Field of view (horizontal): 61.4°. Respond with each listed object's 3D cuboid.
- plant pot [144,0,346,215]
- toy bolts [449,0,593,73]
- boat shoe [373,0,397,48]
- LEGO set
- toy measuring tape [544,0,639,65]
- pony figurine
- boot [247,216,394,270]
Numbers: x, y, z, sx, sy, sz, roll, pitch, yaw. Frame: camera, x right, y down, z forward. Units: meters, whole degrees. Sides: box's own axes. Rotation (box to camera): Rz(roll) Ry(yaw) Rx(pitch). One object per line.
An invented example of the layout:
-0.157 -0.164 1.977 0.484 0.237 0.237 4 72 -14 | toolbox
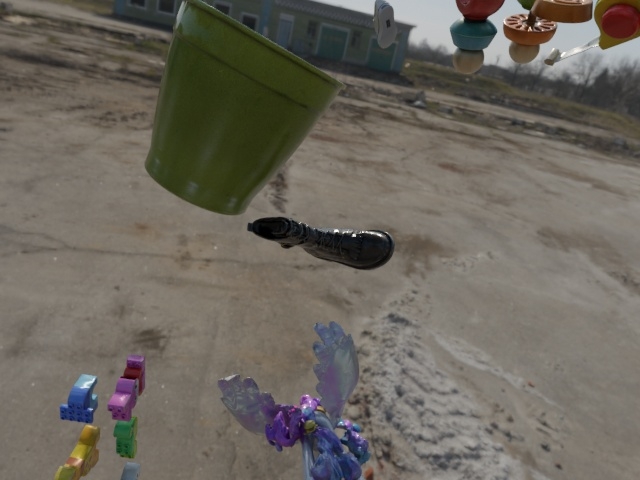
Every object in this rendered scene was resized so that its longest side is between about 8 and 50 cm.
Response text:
-0.191 -0.256 1.127 0.366 0.353 0.366 28 14 -8 | plant pot
0.358 -0.382 1.002 0.228 0.159 0.218 -6 40 -8 | toy bolts
0.106 -0.373 0.922 0.035 0.035 0.100 62 1 22 | boat shoe
-0.269 0.253 0.642 0.086 0.227 0.093 9 23 -1 | LEGO set
0.558 -0.444 1.074 0.121 0.122 0.330 4 -1 -23 | toy measuring tape
-0.013 0.397 1.115 0.302 0.351 0.363 -23 30 -6 | pony figurine
0.000 0.000 1.157 0.262 0.091 0.229 0 -11 37 | boot
